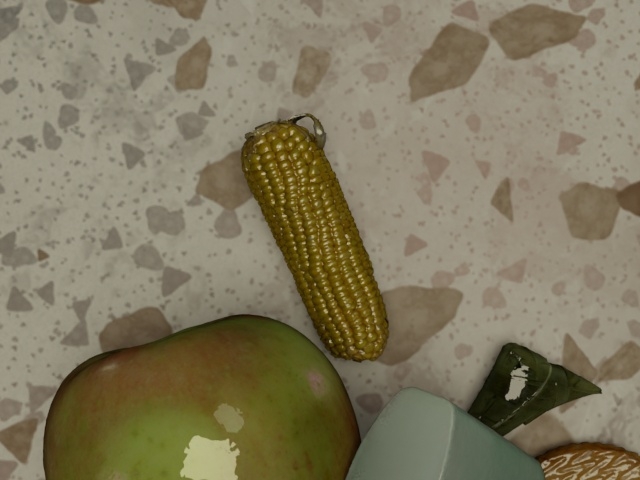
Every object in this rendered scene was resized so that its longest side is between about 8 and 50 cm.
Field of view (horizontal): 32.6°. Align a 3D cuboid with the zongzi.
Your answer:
[{"bbox_3d":[0.236,0.208,1.258,0.130,0.062,0.154,27,94,-12],"label":"zongzi"}]

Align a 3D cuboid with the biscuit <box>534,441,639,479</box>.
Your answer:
[{"bbox_3d":[0.310,0.356,1.260,0.254,0.035,0.253,0,88,0],"label":"biscuit"}]

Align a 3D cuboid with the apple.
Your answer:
[{"bbox_3d":[-0.114,0.226,1.121,0.319,0.319,0.277,-18,90,-2],"label":"apple"}]

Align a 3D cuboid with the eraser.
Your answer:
[{"bbox_3d":[0.132,0.277,1.122,0.104,0.290,0.189,21,79,35],"label":"eraser"}]

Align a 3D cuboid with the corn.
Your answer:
[{"bbox_3d":[0.000,0.000,1.237,0.106,0.106,0.293,-24,93,-2],"label":"corn"}]
